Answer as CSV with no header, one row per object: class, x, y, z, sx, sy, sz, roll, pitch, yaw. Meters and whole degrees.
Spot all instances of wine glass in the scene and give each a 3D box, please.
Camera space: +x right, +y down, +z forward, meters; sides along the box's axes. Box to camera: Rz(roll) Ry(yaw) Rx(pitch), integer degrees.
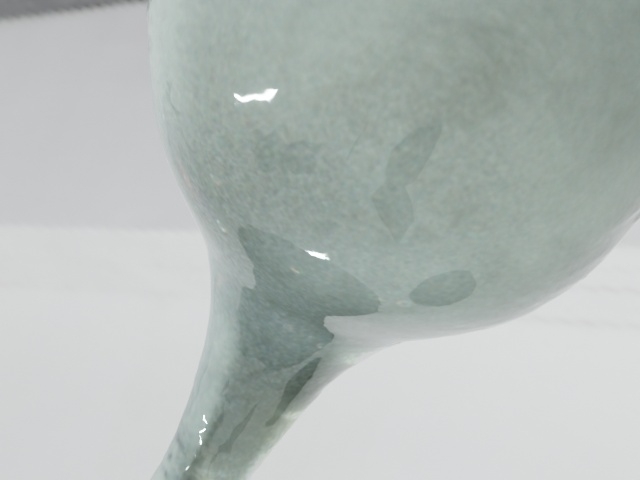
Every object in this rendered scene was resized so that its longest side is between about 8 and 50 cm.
wine glass,0.000,0.000,0.436,0.143,0.321,0.143,26,-161,-10
